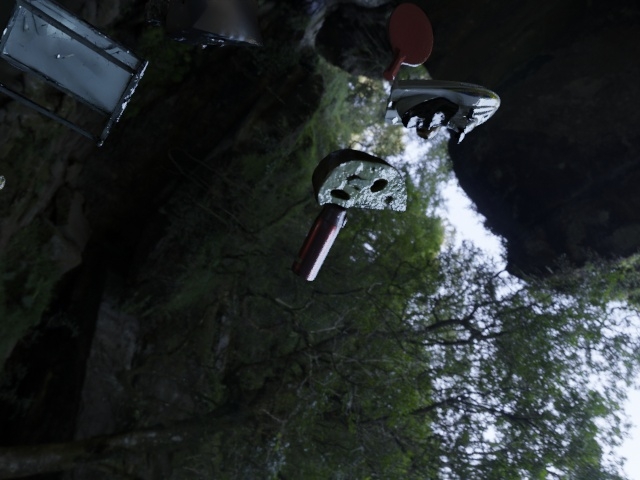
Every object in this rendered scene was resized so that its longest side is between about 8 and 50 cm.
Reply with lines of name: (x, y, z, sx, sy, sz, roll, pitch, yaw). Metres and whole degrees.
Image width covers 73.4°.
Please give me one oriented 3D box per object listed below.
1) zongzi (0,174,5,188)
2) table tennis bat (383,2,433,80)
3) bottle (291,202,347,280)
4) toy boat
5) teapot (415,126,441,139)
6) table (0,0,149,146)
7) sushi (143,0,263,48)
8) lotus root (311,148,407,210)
zongzi: (-0.638, -0.100, 0.819, 0.083, 0.076, 0.040, 128, -42, -63)
table tennis bat: (0.291, -0.670, 1.459, 0.038, 0.200, 0.310, -5, -127, 60)
bottle: (0.000, 0.000, 0.875, 0.164, 0.060, 0.060, -63, -151, 17)
toy boat: (0.294, -0.313, 1.039, 0.141, 0.269, 0.141, 13, 90, -87)
teapot: (0.293, -0.337, 1.188, 0.085, 0.110, 0.080, 32, -94, 25)
table: (-0.658, -0.454, 1.104, 0.222, 0.335, 0.272, -52, -150, 16)
sushi: (-0.275, -0.551, 0.956, 0.212, 0.215, 0.227, 2, -78, 33)
lotus root: (0.095, -0.142, 1.026, 0.119, 0.235, 0.138, -118, -138, -54)
